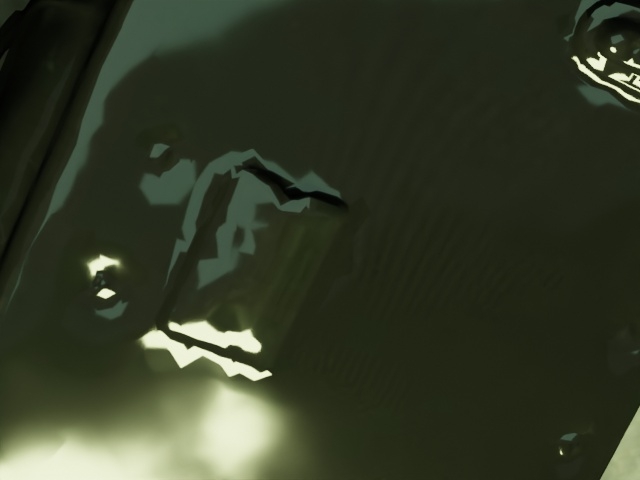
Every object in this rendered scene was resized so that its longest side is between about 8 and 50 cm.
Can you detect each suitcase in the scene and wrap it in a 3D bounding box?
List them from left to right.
[{"bbox_3d":[0.000,0.000,0.837,0.339,0.188,0.345,20,109,-19],"label":"suitcase"}]
